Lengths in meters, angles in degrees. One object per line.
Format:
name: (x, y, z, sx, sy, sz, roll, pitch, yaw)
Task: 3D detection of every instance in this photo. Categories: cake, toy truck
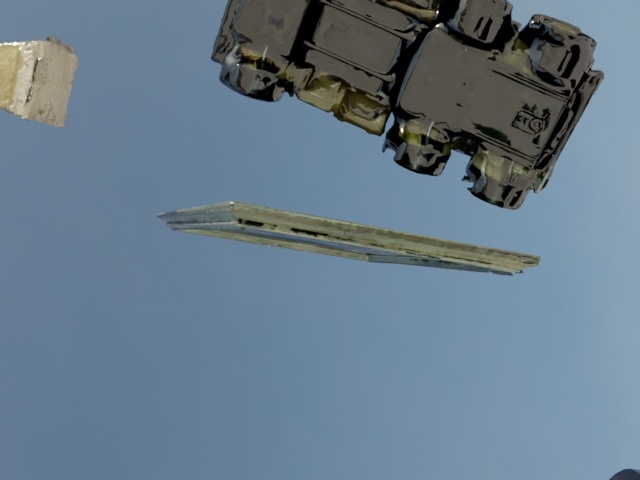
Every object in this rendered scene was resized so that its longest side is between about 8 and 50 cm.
cake: (-0.253, -0.121, 0.644, 0.052, 0.121, 0.065, 5, -93, -68)
toy truck: (0.059, -0.133, 0.594, 0.127, 0.257, 0.127, -73, 5, -66)

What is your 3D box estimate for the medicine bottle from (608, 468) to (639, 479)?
medicine bottle: (0.504, 0.437, 0.960, 0.395, 0.242, 0.242, 24, -115, -1)

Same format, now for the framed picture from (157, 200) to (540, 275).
framed picture: (0.000, 0.000, 0.628, 0.217, 0.274, 0.017, 10, -93, -18)
